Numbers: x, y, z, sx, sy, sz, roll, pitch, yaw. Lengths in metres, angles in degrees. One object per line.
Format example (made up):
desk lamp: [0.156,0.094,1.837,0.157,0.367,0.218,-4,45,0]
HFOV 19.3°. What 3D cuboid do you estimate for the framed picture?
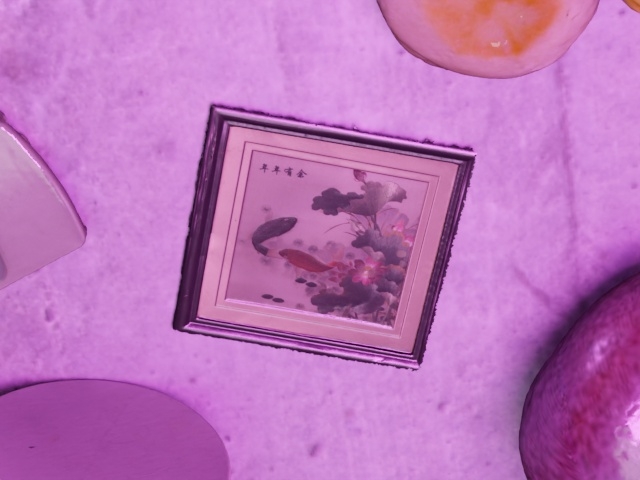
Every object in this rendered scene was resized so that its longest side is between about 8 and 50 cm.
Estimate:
framed picture: [0.000,0.000,1.383,0.195,0.010,0.199,10,121,-4]

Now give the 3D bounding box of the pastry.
pastry: [0.108,-0.173,1.232,0.156,0.092,0.156,5,125,7]

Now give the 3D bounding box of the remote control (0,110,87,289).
remote control: [-0.313,0.013,1.383,0.285,0.038,0.123,-25,117,15]

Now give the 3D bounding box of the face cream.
face cream: [-0.178,0.239,1.411,0.218,0.218,0.179,4,122,-1]

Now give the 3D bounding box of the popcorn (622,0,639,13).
popcorn: [0.255,-0.218,1.139,0.235,0.181,0.217,-48,141,-2]

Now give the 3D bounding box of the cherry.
cherry: [0.253,0.132,1.354,0.213,0.183,0.266,14,118,-18]
